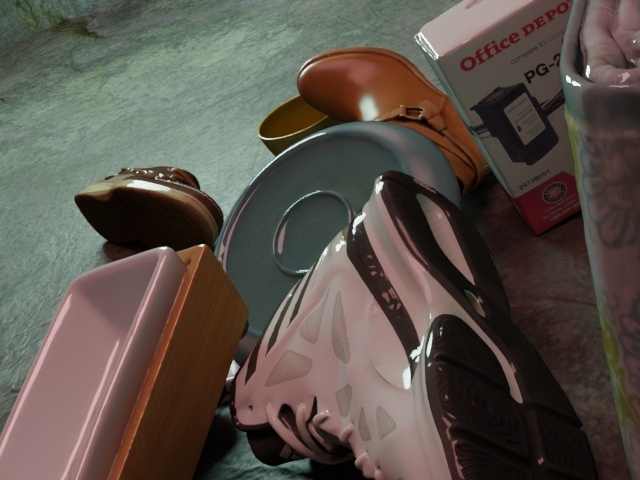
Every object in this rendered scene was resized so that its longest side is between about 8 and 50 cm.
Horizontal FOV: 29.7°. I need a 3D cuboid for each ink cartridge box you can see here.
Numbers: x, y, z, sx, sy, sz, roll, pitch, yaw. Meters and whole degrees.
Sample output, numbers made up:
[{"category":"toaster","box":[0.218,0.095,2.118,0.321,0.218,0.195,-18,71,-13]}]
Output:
[{"category":"ink cartridge box","box":[0.234,-0.154,1.263,0.172,0.237,0.100,-32,25,6]}]

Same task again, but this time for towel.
[{"category":"towel","box":[0.254,-0.031,0.904,0.090,0.321,0.374,-9,23,19]}]

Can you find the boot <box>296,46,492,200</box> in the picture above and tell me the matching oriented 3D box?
[{"category":"boot","box":[0.076,-0.131,1.445,0.283,0.109,0.220,23,33,9]}]

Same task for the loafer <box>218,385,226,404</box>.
[{"category":"loafer","box":[-0.179,0.175,1.278,0.170,0.062,0.061,-24,21,5]}]

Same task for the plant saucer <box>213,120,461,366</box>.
[{"category":"plant saucer","box":[0.000,0.000,1.282,0.317,0.043,0.318,-19,53,27]}]

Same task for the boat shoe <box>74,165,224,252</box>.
[{"category":"boat shoe","box":[-0.222,-0.059,1.690,0.123,0.123,0.342,-42,23,-25]}]

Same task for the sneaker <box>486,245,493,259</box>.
[{"category":"sneaker","box":[0.086,0.038,1.278,0.211,0.080,0.081,-8,53,36]}]

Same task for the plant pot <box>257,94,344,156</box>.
[{"category":"plant pot","box":[-0.006,-0.136,1.642,0.134,0.095,0.134,-21,26,11]}]

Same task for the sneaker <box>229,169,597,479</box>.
[{"category":"sneaker","box":[0.061,0.166,1.016,0.257,0.169,0.448,-47,32,25]}]

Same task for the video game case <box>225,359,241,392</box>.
[{"category":"video game case","box":[-0.142,0.134,1.364,0.157,0.019,0.143,-17,28,21]}]

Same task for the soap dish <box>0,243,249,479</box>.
[{"category":"soap dish","box":[-0.192,0.159,1.125,0.229,0.118,0.291,-17,48,51]}]
